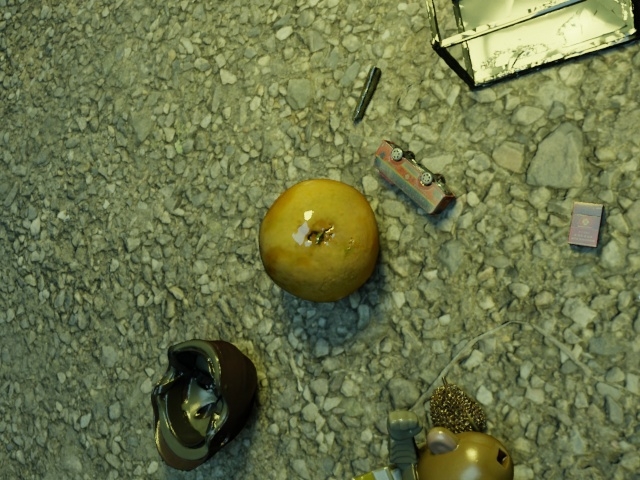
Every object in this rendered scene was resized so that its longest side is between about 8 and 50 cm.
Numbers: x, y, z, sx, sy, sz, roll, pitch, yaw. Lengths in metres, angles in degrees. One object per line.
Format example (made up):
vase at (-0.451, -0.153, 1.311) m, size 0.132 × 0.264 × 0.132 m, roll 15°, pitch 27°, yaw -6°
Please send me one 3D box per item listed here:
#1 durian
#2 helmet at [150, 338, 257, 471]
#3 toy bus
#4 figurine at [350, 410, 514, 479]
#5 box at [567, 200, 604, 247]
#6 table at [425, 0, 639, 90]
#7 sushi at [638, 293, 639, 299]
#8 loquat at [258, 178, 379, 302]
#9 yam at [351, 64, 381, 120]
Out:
durian at (0.259, 0.336, 1.260) m, size 0.110 × 0.071 × 0.140 m, roll -29°, pitch 67°, yaw 23°
helmet at (-0.256, 0.368, 1.477) m, size 0.225 × 0.177 × 0.305 m, roll 28°, pitch 106°, yaw 34°
toy bus at (0.193, -0.135, 1.344) m, size 0.192 × 0.065 × 0.077 m, roll 44°, pitch 113°, yaw 25°
figurine at (0.229, 0.449, 1.183) m, size 0.285 × 0.343 × 0.167 m, roll -38°, pitch 35°, yaw 31°
box at (0.496, -0.030, 1.191) m, size 0.052 × 0.023 × 0.082 m, roll 10°, pitch 90°, yaw 28°
table at (0.379, -0.457, 1.155) m, size 0.335 × 0.272 × 0.222 m, roll -13°, pitch 79°, yaw 27°
sushi at (0.670, 0.101, 1.078) m, size 0.201 × 0.031 × 0.139 m, roll -35°, pitch 69°, yaw 21°
loquat at (0.000, 0.000, 1.346) m, size 0.263 × 0.263 × 0.263 m, roll -3°, pitch 84°, yaw 28°
yam at (0.102, -0.329, 1.435) m, size 0.027 × 0.033 × 0.129 m, roll 22°, pitch 101°, yaw 1°
